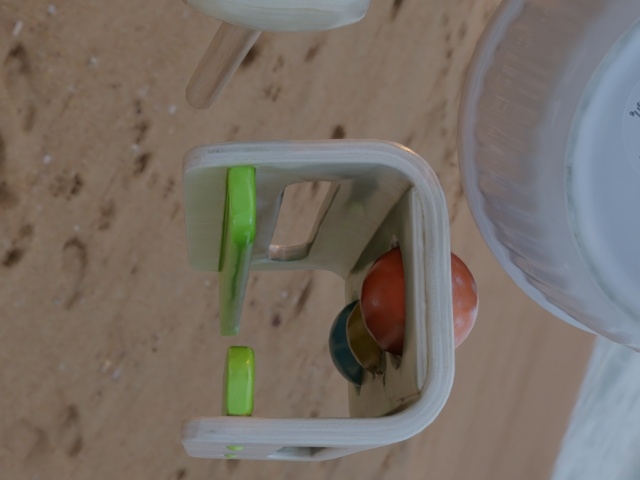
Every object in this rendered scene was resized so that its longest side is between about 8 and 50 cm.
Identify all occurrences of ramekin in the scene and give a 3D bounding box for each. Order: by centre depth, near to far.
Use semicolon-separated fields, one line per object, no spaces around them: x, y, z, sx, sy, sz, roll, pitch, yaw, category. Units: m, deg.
0.171;-0.041;0.586;0.109;0.207;0.207;-112;-135;-74;ramekin

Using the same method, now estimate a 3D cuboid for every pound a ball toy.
0.000;0.000;0.650;0.319;0.135;0.208;115;-25;-77;pound a ball toy
